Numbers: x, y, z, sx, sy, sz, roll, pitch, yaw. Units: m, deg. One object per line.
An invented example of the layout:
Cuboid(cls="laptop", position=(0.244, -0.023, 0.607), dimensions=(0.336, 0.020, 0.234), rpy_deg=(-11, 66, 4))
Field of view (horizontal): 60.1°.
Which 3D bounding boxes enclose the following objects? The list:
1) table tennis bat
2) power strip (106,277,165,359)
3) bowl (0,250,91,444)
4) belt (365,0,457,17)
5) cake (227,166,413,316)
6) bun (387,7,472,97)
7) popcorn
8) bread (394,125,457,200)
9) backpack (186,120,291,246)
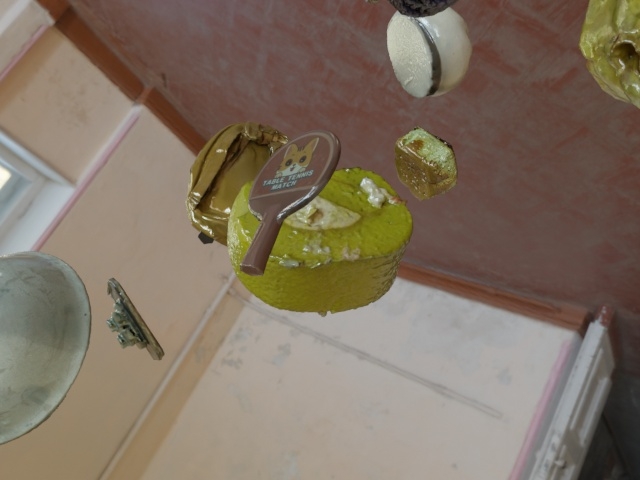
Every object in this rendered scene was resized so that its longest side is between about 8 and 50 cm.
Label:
Cuboid(cls="table tennis bat", position=(-0.006, -0.012, 0.550), dimensions=(0.107, 0.170, 0.119), rpy_deg=(-9, 139, 41))
Cuboid(cls="power strip", position=(-0.422, 0.190, 1.209), dimensions=(0.198, 0.064, 0.213), rpy_deg=(56, 157, 1))
Cuboid(cls="bowl", position=(-0.515, 0.138, 0.811), dimensions=(0.313, 0.313, 0.146), rpy_deg=(24, 167, 21))
Cuboid(cls="belt", position=(0.065, -0.268, 0.349), dimensions=(0.126, 0.139, 0.230), rpy_deg=(56, 163, 20))
Cuboid(cls="cake", position=(0.000, 0.000, 0.806), dimensions=(0.156, 0.260, 0.179), rpy_deg=(98, 156, -44))
Cuboid(cls="bun", position=(0.204, -0.351, 0.992), dimensions=(0.173, 0.120, 0.173), rpy_deg=(57, 166, 22))
Cuboid(cls="popcorn", position=(0.401, -0.264, 0.645), dimensions=(0.192, 0.266, 0.233), rpy_deg=(29, 149, -7))
Cuboid(cls="bread", position=(0.203, -0.142, 1.077), dimensions=(0.140, 0.069, 0.128), rpy_deg=(45, 160, 41))
Cuboid(cls="backpack", position=(-0.194, -0.145, 1.564), dimensions=(0.353, 0.378, 0.201), rpy_deg=(22, 154, -11))
